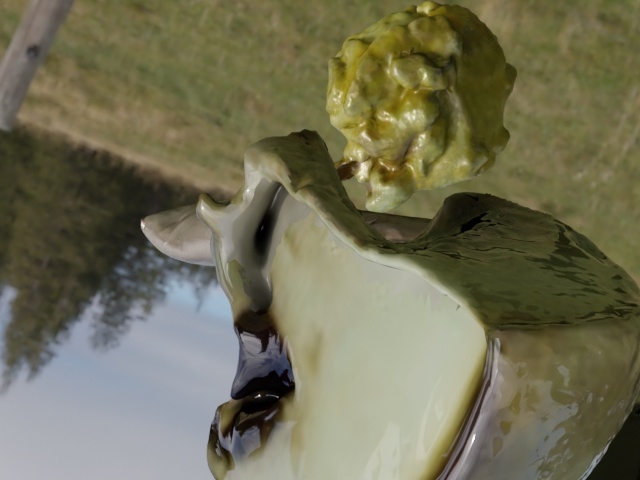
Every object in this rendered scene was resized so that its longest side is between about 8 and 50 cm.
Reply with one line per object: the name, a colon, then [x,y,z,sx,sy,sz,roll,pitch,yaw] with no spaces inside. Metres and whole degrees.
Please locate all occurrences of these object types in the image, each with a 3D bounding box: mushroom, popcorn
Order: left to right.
mushroom: [0.049,0.083,0.738,0.212,0.217,0.292,-3,-155,-39]
popcorn: [0.108,-0.161,1.569,0.233,0.266,0.192,36,177,-30]

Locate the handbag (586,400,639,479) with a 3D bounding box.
handbag: [0.121,0.190,0.924,0.244,0.088,0.275,5,-156,24]

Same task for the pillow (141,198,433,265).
pillow: [0.000,0.000,1.145,0.270,0.067,0.173,3,-176,-37]
